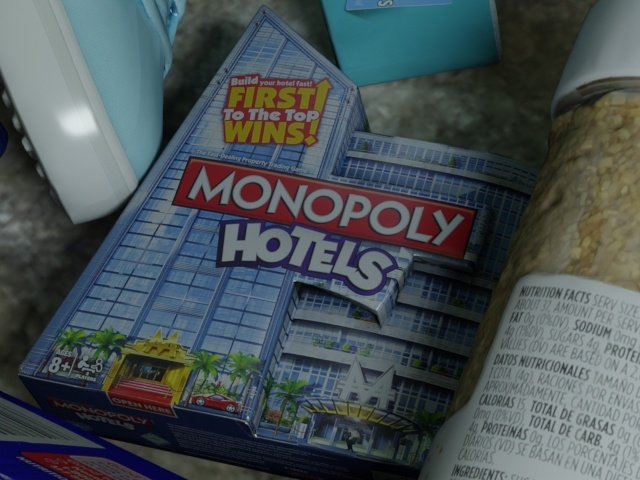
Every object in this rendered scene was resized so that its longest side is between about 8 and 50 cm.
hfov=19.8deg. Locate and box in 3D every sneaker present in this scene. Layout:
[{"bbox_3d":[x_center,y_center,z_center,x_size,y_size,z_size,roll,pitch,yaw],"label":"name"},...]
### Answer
[{"bbox_3d":[-0.084,-0.181,0.846,0.150,0.135,0.366,-13,60,7],"label":"sneaker"}]

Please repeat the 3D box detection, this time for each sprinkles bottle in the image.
[{"bbox_3d":[0.098,0.080,0.655,0.121,0.121,0.355,15,69,19],"label":"sprinkles bottle"}]

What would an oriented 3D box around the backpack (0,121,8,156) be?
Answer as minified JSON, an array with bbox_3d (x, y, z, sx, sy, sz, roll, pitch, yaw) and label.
[{"bbox_3d":[-0.207,-0.044,0.813,0.101,0.098,0.120,35,71,22],"label":"backpack"}]

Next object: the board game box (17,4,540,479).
[{"bbox_3d":[0.000,0.000,0.770,0.194,0.060,0.194,10,64,16],"label":"board game box"}]

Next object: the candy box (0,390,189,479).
[{"bbox_3d":[-0.088,0.230,0.534,0.268,0.122,0.317,21,92,29],"label":"candy box"}]

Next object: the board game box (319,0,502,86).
[{"bbox_3d":[0.010,-0.263,0.757,0.079,0.336,0.254,-9,60,6],"label":"board game box"}]
